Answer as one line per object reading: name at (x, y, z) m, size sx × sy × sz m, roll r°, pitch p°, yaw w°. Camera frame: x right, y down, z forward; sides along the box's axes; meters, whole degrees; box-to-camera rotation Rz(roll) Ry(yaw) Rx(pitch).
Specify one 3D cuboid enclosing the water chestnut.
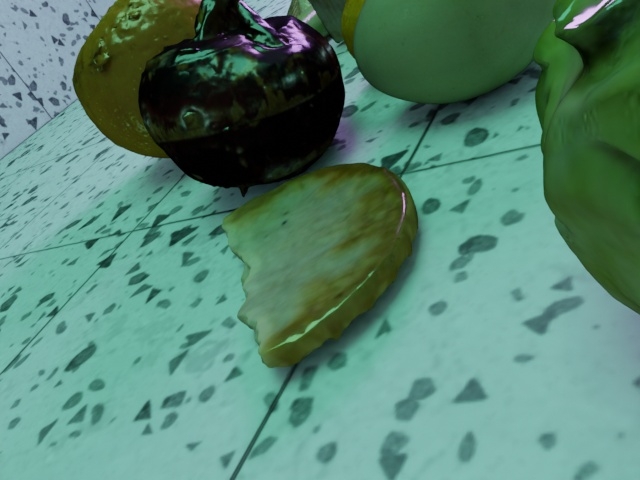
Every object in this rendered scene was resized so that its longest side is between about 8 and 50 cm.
water chestnut at (-0.111, -0.215, 0.883) m, size 0.299 × 0.300 × 0.300 m, roll -25°, pitch 28°, yaw 14°

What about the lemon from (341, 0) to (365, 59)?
lemon at (0.107, -0.317, 0.963) m, size 0.142 × 0.142 × 0.187 m, roll -36°, pitch 30°, yaw -7°

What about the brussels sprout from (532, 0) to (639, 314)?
brussels sprout at (0.277, -0.087, 0.314) m, size 0.328 × 0.247 × 0.328 m, roll -39°, pitch 15°, yaw 13°

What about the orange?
orange at (-0.257, -0.302, 1.158) m, size 0.340 × 0.293 × 0.341 m, roll -39°, pitch 28°, yaw 25°

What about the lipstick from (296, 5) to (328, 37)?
lipstick at (-0.043, -0.414, 1.353) m, size 0.076 × 0.076 × 0.304 m, roll -6°, pitch 36°, yaw 41°

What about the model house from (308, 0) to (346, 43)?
model house at (0.132, -0.573, 1.261) m, size 0.284 × 0.243 × 0.299 m, roll -7°, pitch 46°, yaw 35°

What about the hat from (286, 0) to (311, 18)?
hat at (-0.048, -0.649, 1.749) m, size 0.145 × 0.067 × 0.146 m, roll -25°, pitch 28°, yaw 14°

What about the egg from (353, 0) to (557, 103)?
egg at (0.151, -0.257, 0.768) m, size 0.253 × 0.189 × 0.189 m, roll -15°, pitch 32°, yaw 39°

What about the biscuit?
biscuit at (0.000, 0.000, 0.661) m, size 0.204 × 0.040 × 0.309 m, roll -32°, pitch 28°, yaw 1°
